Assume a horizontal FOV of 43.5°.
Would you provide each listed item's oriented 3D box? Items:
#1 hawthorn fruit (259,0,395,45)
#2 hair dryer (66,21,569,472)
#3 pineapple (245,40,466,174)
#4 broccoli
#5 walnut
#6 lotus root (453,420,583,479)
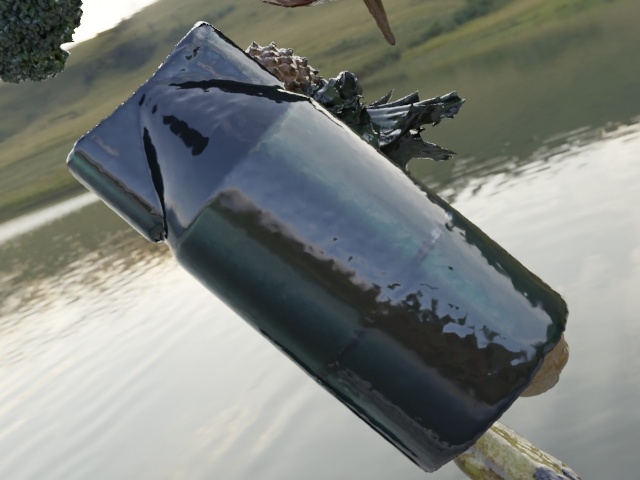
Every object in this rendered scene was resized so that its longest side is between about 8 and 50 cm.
[{"bbox_3d":[-0.011,-0.266,0.605,0.210,0.262,0.210,-36,-10,-7],"label":"hawthorn fruit"},{"bbox_3d":[0.000,0.000,0.507,0.116,0.244,0.302,-49,-4,0],"label":"hair dryer"},{"bbox_3d":[0.017,-0.132,0.846,0.277,0.119,0.130,26,13,40],"label":"pineapple"},{"bbox_3d":[-0.313,-0.259,0.737,0.197,0.176,0.226,-33,-21,0],"label":"broccoli"},{"bbox_3d":[0.399,0.215,1.617,0.213,0.213,0.213,-21,11,4],"label":"walnut"},{"bbox_3d":[0.277,0.331,1.154,0.110,0.097,0.258,-1,27,-48],"label":"lotus root"}]
